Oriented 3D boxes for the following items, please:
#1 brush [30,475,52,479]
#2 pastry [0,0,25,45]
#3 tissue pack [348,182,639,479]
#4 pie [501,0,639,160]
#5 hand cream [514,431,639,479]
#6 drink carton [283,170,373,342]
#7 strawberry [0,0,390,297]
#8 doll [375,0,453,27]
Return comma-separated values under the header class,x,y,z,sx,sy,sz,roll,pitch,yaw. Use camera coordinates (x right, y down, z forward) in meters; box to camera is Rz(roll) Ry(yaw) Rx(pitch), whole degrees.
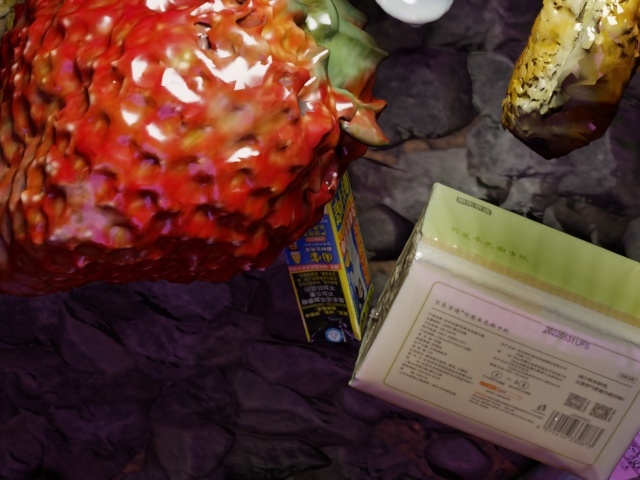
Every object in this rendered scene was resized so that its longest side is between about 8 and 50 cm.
class,x,y,z,sx,sy,sz,roll,pitch,yaw
brush,-0.328,0.324,1.939,0.042,0.039,0.299,29,129,-12
pastry,-0.287,-0.114,1.532,0.154,0.102,0.250,-8,132,1
tissue pack,0.163,0.078,1.578,0.234,0.125,0.159,21,128,-3
pie,0.191,-0.185,1.277,0.085,0.308,0.308,16,130,10
hand cream,0.215,0.220,1.729,0.331,0.058,0.085,-39,92,29
drink carton,0.000,0.000,1.587,0.056,0.071,0.165,0,127,17
strawberry,-0.137,-0.078,1.400,0.351,0.312,0.267,-29,98,22
doll,0.068,-0.273,1.306,0.215,0.161,0.257,30,132,11
